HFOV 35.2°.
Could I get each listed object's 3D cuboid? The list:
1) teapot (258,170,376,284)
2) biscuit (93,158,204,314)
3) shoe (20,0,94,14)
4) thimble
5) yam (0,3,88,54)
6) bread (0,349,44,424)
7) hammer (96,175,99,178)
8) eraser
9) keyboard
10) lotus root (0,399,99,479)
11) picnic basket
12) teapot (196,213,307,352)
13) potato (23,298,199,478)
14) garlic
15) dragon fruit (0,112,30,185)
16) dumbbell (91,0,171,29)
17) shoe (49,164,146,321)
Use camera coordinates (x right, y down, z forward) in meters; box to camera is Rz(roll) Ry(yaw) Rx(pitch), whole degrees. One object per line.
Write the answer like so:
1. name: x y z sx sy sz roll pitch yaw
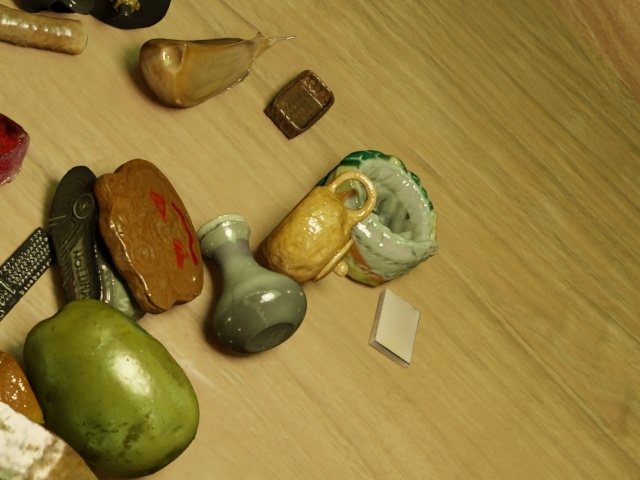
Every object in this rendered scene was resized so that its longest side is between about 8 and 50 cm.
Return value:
1. teapot: 0.000 0.000 1.999 0.167 0.311 0.203 43 -1 -2
2. biscuit: -0.292 -0.013 1.771 0.273 0.049 0.257 65 22 0
3. shoe: -0.543 -0.489 1.959 0.241 0.093 0.108 41 16 17
4. thimble: 0.119 -0.047 2.181 0.288 0.167 0.254 46 44 -6
5. yam: -0.595 -0.410 1.860 0.357 0.081 0.081 6 60 -39
6. bread: -0.513 0.252 1.479 0.172 0.103 0.132 -29 96 -46
7. hammer: -0.352 -0.046 1.860 0.226 0.041 0.158 37 45 -17
8. eraser: 0.161 0.186 2.170 0.104 0.023 0.150 35 45 -20
9. keyboard: -0.504 0.058 1.680 0.061 0.013 0.204 43 44 -11
10. lotus root: -0.467 0.322 1.312 0.391 0.375 0.111 12 46 10
11. picnic basket: -0.047 -0.308 2.288 0.110 0.055 0.193 47 43 -5
12. teapot: -0.140 0.077 1.882 0.183 0.183 0.251 0 53 -41
13. potato: -0.324 0.234 1.575 0.304 0.216 0.216 58 40 -18
14. garlic: -0.224 -0.359 2.071 0.338 0.196 0.151 -17 91 -48
15. dragon fruit: -0.565 -0.141 1.713 0.147 0.096 0.102 -38 79 -17
16. dumbbell: -0.389 -0.597 2.083 0.185 0.185 0.388 22 51 -30
17. shoe: -0.376 0.019 1.757 0.149 0.109 0.293 26 46 -54
